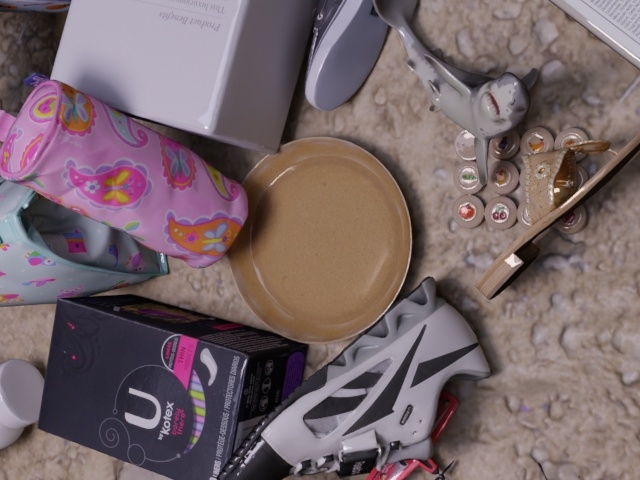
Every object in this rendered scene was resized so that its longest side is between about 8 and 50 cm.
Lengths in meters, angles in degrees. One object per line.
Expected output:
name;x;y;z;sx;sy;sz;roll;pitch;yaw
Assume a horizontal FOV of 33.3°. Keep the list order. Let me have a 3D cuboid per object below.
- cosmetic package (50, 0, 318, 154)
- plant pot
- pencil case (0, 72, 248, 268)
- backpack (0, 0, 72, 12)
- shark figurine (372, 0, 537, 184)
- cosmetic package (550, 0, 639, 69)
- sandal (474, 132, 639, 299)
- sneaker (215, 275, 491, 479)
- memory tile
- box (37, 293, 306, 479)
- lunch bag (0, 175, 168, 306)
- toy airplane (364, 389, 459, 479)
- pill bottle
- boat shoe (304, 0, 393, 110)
cosmetic package;-0.116;-0.348;1.205;0.230;0.161;0.453;18;92;26
plant pot;0.000;0.000;1.227;0.236;0.032;0.236;-1;89;26
pencil case;-0.214;-0.069;1.173;0.124;0.284;0.124;-26;52;37
backpack;-0.353;-0.379;1.287;0.263;0.276;0.213;-2;105;32
shark figurine;0.163;-0.179;1.129;0.116;0.166;0.278;-27;45;-9
cosmetic package;0.277;-0.296;1.048;0.309;0.113;0.160;45;108;21
sandal;0.221;-0.049;1.070;0.079;0.088;0.240;46;113;14
sneaker;0.038;0.192;1.102;0.330;0.122;0.146;-39;82;-10
memory tile;0.210;-0.065;1.132;0.148;0.012;0.113;3;90;27
box;-0.175;0.170;1.249;0.270;0.143;0.165;12;96;27
lunch bag;-0.349;-0.004;1.274;0.223;0.262;0.160;-12;84;27
toy airplane;0.080;0.213;1.182;0.151;0.028;0.151;-3;79;17
pill bottle;-0.464;0.230;1.409;0.208;0.118;0.117;-24;79;25
boat shoe;0.028;-0.260;1.196;0.076;0.080;0.228;32;106;40
